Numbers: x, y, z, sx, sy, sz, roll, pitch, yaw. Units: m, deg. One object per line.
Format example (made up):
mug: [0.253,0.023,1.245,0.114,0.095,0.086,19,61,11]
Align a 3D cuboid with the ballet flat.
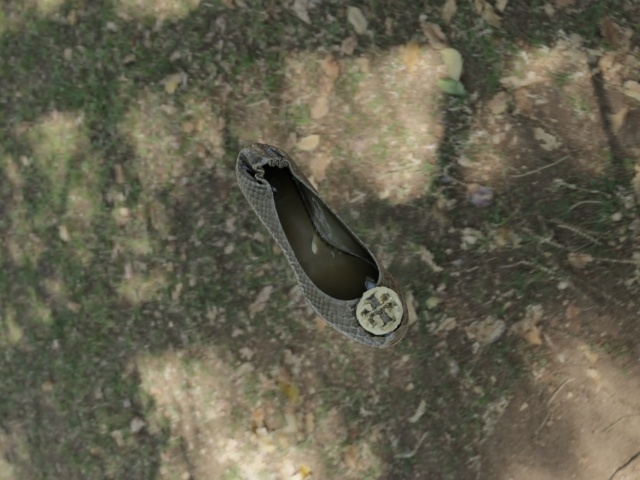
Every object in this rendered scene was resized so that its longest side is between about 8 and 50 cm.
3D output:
ballet flat: [0.000,0.000,0.904,0.250,0.084,0.058,54,160,12]
